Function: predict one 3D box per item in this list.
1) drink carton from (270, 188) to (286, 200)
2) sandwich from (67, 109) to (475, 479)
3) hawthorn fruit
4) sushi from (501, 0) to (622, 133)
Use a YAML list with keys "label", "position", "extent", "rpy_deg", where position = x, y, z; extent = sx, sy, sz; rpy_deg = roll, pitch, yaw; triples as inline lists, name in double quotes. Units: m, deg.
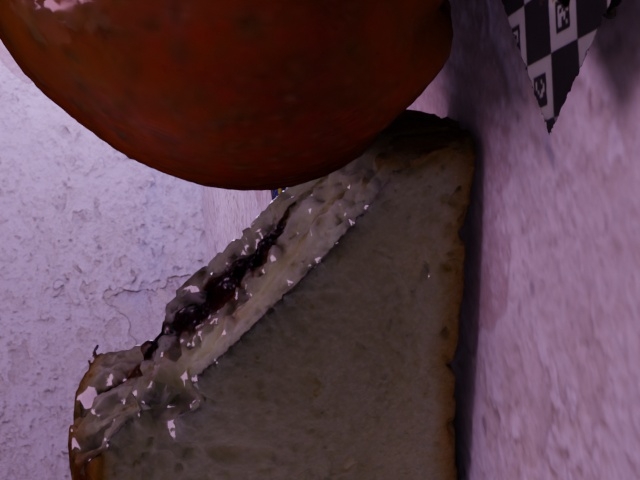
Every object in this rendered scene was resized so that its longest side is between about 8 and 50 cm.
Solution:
- label: "drink carton"
  position: [0.000, 0.000, 1.030]
  extent: [0.056, 0.071, 0.166]
  rpy_deg: [99, 164, -68]
- label: "sandwich"
  position: [-0.032, 0.067, 0.735]
  extent: [0.100, 0.254, 0.288]
  rpy_deg: [-109, 18, -61]
- label: "hawthorn fruit"
  position: [-0.070, -0.168, 0.619]
  extent: [0.277, 0.298, 0.277]
  rpy_deg: [8, -90, -89]
- label: "sushi"
  position: [0.106, -0.126, 0.470]
  extent: [0.126, 0.026, 0.120]
  rpy_deg: [103, 162, -51]
